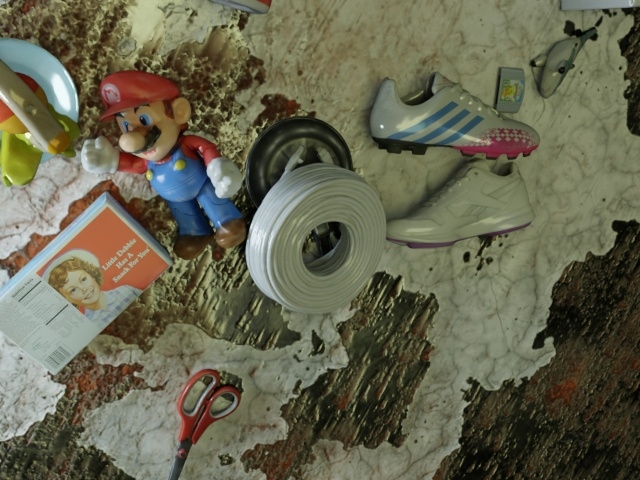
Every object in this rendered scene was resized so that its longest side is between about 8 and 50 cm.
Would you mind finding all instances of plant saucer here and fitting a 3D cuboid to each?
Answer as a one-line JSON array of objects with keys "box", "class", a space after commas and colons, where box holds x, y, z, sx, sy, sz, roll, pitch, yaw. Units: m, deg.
[{"box": [-0.467, -0.207, 1.109, 0.195, 0.037, 0.195, -5, 106, -16], "class": "plant saucer"}]

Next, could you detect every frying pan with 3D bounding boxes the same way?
[{"box": [-0.036, -0.054, 1.290, 0.197, 0.053, 0.326, -1, 102, -18], "class": "frying pan"}]

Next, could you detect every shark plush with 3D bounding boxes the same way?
[{"box": [0.459, -0.345, 1.381, 0.161, 0.073, 0.067, -56, 135, -19], "class": "shark plush"}]

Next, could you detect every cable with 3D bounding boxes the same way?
[{"box": [0.000, 0.000, 1.237, 0.257, 0.089, 0.257, 37, 87, -39], "class": "cable"}]

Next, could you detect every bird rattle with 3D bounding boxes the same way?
[{"box": [-0.425, -0.202, 1.006, 0.143, 0.207, 0.253, -39, 124, -24], "class": "bird rattle"}]

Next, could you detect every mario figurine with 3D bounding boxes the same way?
[{"box": [-0.247, -0.109, 1.138, 0.198, 0.170, 0.320, -32, 114, -10], "class": "mario figurine"}]

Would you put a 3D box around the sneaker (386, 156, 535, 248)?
[{"box": [0.246, -0.068, 1.357, 0.305, 0.114, 0.152, -13, 95, -19], "class": "sneaker"}]

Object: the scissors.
[{"box": [-0.257, 0.372, 1.352, 0.109, 0.021, 0.297, 33, 94, -25], "class": "scissors"}]

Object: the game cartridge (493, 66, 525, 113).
[{"box": [0.354, -0.280, 1.368, 0.056, 0.017, 0.083, -2, 106, -21], "class": "game cartridge"}]

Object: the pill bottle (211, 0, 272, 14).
[{"box": [-0.110, -0.467, 1.106, 0.124, 0.124, 0.221, 11, 101, -20], "class": "pill bottle"}]

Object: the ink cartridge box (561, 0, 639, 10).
[{"box": [0.596, -0.475, 1.290, 0.278, 0.201, 0.117, -9, 107, -15], "class": "ink cartridge box"}]

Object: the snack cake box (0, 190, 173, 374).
[{"box": [-0.389, 0.067, 1.184, 0.264, 0.089, 0.152, -43, 111, -3], "class": "snack cake box"}]

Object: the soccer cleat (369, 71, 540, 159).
[{"box": [0.249, -0.221, 1.295, 0.331, 0.116, 0.143, 0, 105, -18], "class": "soccer cleat"}]
